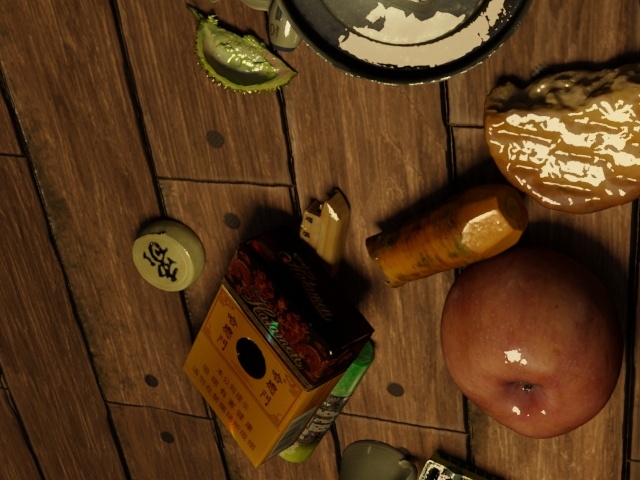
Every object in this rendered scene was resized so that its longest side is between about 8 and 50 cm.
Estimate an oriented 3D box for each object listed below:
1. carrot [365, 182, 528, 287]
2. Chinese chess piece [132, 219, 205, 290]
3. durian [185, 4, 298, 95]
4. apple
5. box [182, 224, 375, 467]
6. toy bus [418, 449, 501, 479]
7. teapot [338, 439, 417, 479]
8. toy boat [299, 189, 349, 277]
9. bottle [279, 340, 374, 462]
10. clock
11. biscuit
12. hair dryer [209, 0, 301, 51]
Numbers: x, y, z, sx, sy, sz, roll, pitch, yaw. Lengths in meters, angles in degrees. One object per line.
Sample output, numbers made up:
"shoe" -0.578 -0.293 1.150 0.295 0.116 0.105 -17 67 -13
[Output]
"carrot" 0.192 -0.004 1.473 0.114 0.114 0.302 51 138 -12
"Chinese chess piece" -0.293 0.030 1.782 0.144 0.058 0.144 12 124 18
"durian" -0.146 -0.296 1.507 0.215 0.086 0.100 31 95 -1
"apple" 0.329 0.162 1.462 0.305 0.235 0.306 14 135 14
"box" -0.091 0.199 1.690 0.264 0.116 0.415 51 138 19
"toy bus" 0.277 0.483 1.790 0.175 0.101 0.088 23 100 10
"teapot" 0.101 0.507 1.858 0.239 0.149 0.162 -31 103 37
"toy boat" 0.000 0.000 1.631 0.077 0.057 0.200 22 128 17
"bottle" 0.002 0.309 1.808 0.093 0.093 0.330 31 129 3
"clock" 0.113 -0.404 1.268 0.386 0.076 0.386 6 123 10
"biscuit" 0.377 -0.145 1.340 0.274 0.091 0.213 -1 118 23
"hair dryer" -0.086 -0.405 1.421 0.199 0.067 0.167 38 121 16
